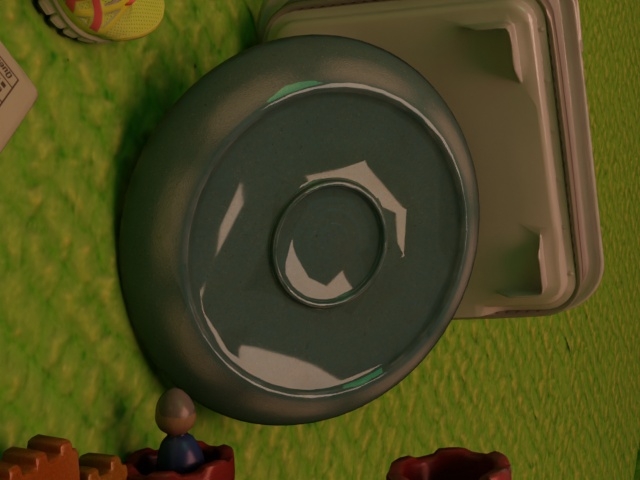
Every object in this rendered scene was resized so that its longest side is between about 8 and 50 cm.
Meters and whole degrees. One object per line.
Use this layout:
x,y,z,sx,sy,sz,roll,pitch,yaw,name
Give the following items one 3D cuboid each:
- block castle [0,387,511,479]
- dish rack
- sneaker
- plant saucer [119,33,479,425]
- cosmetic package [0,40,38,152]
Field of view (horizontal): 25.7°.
-0.082,0.233,0.832,0.453,0.303,0.212,-23,109,-64,block castle
0.091,-0.071,1.222,0.072,0.286,0.332,-56,139,-61,dish rack
-0.151,-0.196,0.944,0.208,0.094,0.081,40,52,-60,sneaker
0.000,0.000,1.097,0.318,0.044,0.317,-7,106,-26,plant saucer
-0.259,-0.022,0.604,0.160,0.113,0.309,55,33,-25,cosmetic package
